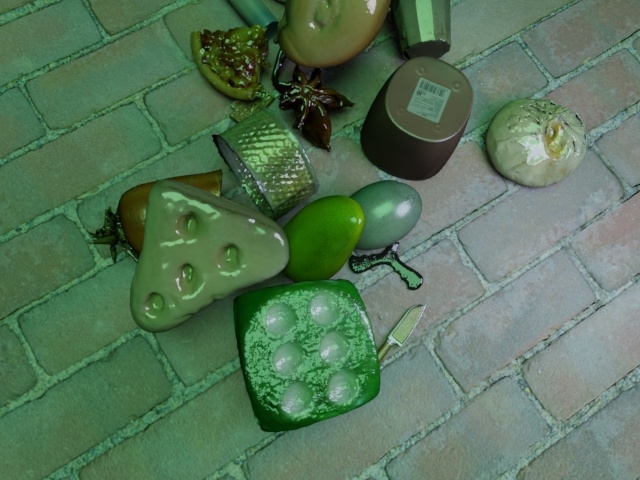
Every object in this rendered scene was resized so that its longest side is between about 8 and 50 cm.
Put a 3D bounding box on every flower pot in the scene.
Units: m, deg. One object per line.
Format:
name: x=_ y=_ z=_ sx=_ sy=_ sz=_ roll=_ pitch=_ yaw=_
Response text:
flower pot: x=0.292 y=-0.648 z=1.339 sx=0.213 sy=0.212 sz=0.202 roll=-3 pitch=88 yaw=-5

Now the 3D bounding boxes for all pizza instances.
pizza: x=-0.242 y=-0.536 z=1.301 sx=0.229 sy=0.081 sz=0.289 roll=-40 pitch=76 yaw=2

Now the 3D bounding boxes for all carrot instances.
carrot: x=-0.395 y=-0.052 z=1.153 sx=0.331 sy=0.214 sz=0.193 roll=-11 pitch=37 yaw=-11

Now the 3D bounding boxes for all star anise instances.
star anise: x=-0.041 y=-0.418 z=1.289 sx=0.237 sy=0.148 sz=0.346 roll=-21 pitch=76 yaw=-30

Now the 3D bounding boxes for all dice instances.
dice: x=-0.039 y=0.252 z=1.056 sx=0.287 sy=0.300 sz=0.297 roll=-10 pitch=78 yaw=-8

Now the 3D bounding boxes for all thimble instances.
thimble: x=-0.138 y=-0.193 z=1.164 sx=0.150 sy=0.271 sz=0.270 roll=-36 pitch=82 yaw=-12

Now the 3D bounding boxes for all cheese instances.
cheese: x=-0.246 y=0.062 z=1.039 sx=0.329 sy=0.129 sz=0.350 roll=12 pitch=99 yaw=-13

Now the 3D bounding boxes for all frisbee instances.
frisbee: x=0.192 y=0.029 z=1.265 sx=0.211 sy=0.012 sz=0.187 roll=12 pitch=76 yaw=0

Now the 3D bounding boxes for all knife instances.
knife: x=0.201 y=0.262 z=1.209 sx=0.046 sy=0.022 sz=0.256 roll=38 pitch=73 yaw=12

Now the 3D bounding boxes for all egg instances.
egg: x=0.153 y=-0.066 z=1.200 sx=0.237 sy=0.169 sz=0.169 roll=-29 pitch=81 yaw=4

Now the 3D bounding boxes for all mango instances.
mango: x=0.000 y=0.000 z=1.098 sx=0.156 sy=0.343 sz=0.192 roll=6 pitch=68 yaw=-25

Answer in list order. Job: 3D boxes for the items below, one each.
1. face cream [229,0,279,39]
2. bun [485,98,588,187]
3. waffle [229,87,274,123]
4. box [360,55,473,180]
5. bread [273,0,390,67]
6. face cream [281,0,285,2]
face cream: x=-0.225 y=-0.718 z=1.369 sx=0.077 sy=0.077 sz=0.250 roll=-36 pitch=82 yaw=-11
bun: x=0.623 y=-0.292 z=1.299 sx=0.288 sy=0.146 sz=0.287 roll=0 pitch=77 yaw=-1
waffle: x=-0.206 y=-0.394 z=1.328 sx=0.092 sy=0.021 sz=0.135 roll=37 pitch=77 yaw=3
box: x=0.270 y=-0.340 z=1.252 sx=0.301 sy=0.216 sz=0.300 roll=1 pitch=76 yaw=-5
bread: x=0.057 y=-0.649 z=1.197 sx=0.253 sy=0.348 sz=0.376 roll=22 pitch=41 yaw=-13
face cream: x=-0.083 y=-0.832 z=1.387 sx=0.206 sy=0.111 sz=0.205 roll=1 pitch=78 yaw=-5
